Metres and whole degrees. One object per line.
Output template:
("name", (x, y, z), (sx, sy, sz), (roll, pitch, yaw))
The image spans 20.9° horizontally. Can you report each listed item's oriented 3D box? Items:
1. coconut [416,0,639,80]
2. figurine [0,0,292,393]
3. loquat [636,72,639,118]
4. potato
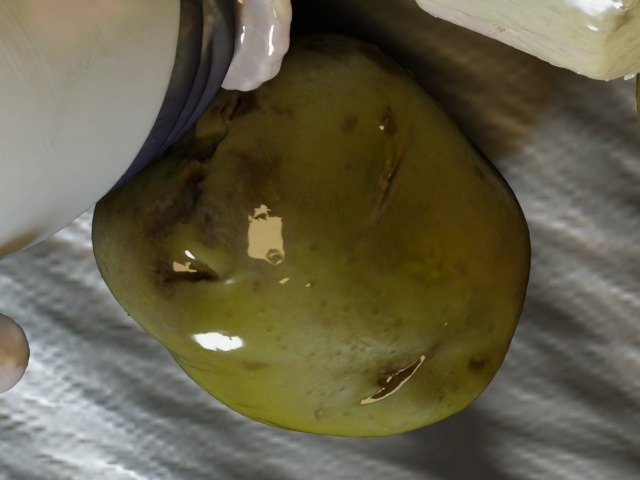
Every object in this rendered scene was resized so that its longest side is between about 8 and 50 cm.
("coconut", (0.098, -0.182, 0.589), (0.236, 0.237, 0.197), (-20, 168, 8))
("figurine", (-0.196, -0.131, 0.576), (0.253, 0.211, 0.361), (-5, 137, 39))
("loquat", (0.197, -0.077, 0.730), (0.137, 0.113, 0.137), (-8, 120, -14))
("potato", (0.001, 0.003, 0.744), (0.154, 0.137, 0.200), (-24, 141, 30))
